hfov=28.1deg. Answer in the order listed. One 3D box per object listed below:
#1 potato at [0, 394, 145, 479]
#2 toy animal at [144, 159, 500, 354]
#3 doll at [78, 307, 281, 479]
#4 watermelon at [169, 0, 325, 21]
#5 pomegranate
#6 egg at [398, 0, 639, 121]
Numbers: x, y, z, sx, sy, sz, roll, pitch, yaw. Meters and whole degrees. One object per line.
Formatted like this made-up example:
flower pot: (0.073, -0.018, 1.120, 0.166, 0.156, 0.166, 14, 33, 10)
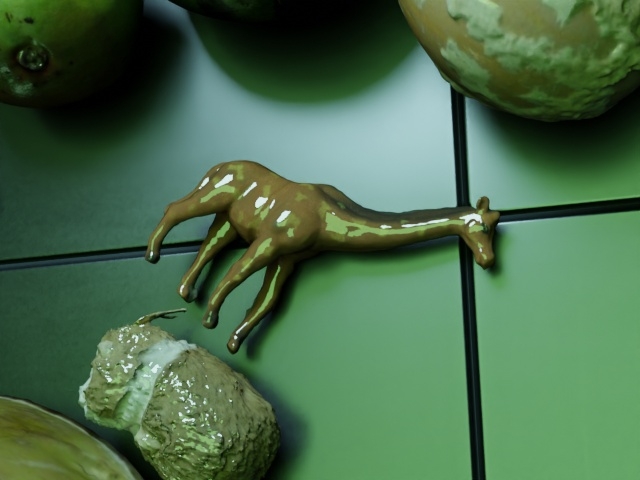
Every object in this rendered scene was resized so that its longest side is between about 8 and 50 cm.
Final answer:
potato: (-0.330, 0.330, 0.891, 0.385, 0.319, 0.442, 45, 104, 20)
toy animal: (0.000, 0.000, 1.020, 0.229, 0.066, 0.224, -44, 70, -2)
doll: (-0.096, 0.148, 0.992, 0.115, 0.105, 0.221, -44, 67, -4)
watermelon: (-0.064, -0.324, 1.005, 0.285, 0.285, 0.285, -4, 77, 16)
pomegranate: (-0.238, -0.217, 1.095, 0.180, 0.180, 0.210, -11, 47, 14)
egg: (0.155, -0.197, 0.946, 0.203, 0.203, 0.245, -46, 66, 3)
